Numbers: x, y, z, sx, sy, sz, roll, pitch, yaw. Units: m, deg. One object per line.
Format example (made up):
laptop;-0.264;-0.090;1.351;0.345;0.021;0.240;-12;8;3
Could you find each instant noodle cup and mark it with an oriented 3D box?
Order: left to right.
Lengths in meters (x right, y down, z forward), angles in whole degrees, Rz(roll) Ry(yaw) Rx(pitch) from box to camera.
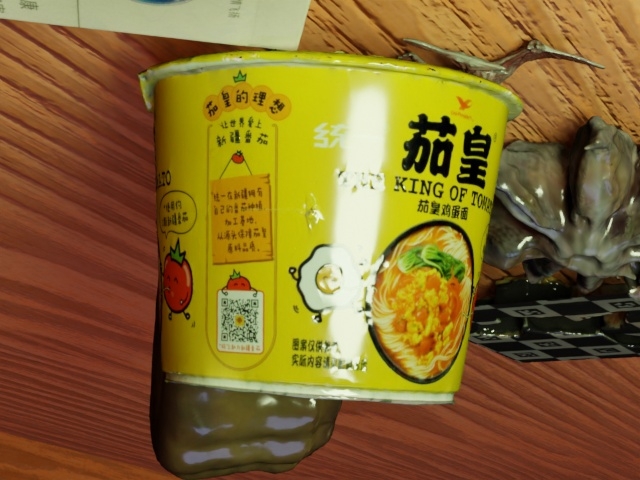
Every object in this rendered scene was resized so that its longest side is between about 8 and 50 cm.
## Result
instant noodle cup;0.000;0.000;1.017;0.325;0.254;0.325;4;176;0

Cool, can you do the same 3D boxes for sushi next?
sushi;0.344;0.094;1.626;0.343;0.064;0.359;-7;160;35

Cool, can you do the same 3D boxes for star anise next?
star anise;0.252;-0.041;1.197;0.359;0.139;0.316;33;139;-28

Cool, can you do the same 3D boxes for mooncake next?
mooncake;-0.081;0.092;1.289;0.187;0.324;0.324;3;160;-12

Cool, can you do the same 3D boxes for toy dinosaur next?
toy dinosaur;0.130;-0.142;1.037;0.220;0.032;0.108;-2;163;17

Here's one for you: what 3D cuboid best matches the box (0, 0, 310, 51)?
box;-0.128;-0.208;0.821;0.256;0.069;0.164;5;160;-8
